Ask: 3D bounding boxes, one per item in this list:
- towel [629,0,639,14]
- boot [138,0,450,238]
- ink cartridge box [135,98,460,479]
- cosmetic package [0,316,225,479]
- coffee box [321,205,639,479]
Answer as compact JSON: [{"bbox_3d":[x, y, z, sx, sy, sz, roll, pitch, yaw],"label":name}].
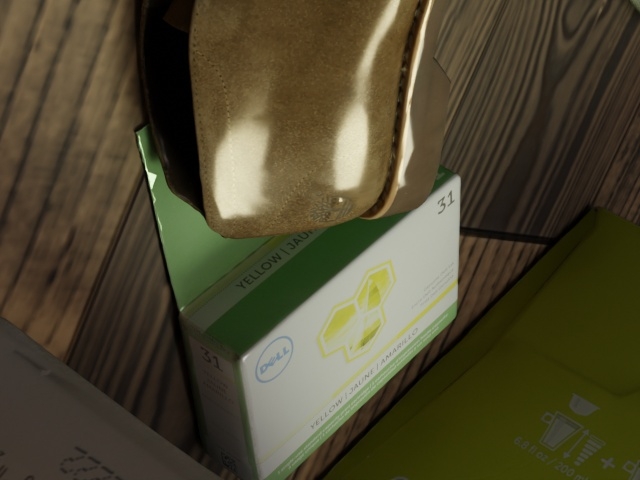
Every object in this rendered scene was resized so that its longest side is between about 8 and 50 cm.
[{"bbox_3d":[0.255,-0.294,0.857,0.324,0.056,0.312,19,99,-60],"label":"towel"},{"bbox_3d":[-0.010,-0.130,0.573,0.115,0.112,0.305,-15,126,-24],"label":"boot"},{"bbox_3d":[0.000,0.000,0.739,0.171,0.056,0.235,-40,146,-29],"label":"ink cartridge box"},{"bbox_3d":[-0.039,0.242,0.716,0.161,0.230,0.453,-52,149,-14],"label":"cosmetic package"},{"bbox_3d":[0.228,0.249,1.004,0.338,0.337,0.334,-41,144,-27],"label":"coffee box"}]
